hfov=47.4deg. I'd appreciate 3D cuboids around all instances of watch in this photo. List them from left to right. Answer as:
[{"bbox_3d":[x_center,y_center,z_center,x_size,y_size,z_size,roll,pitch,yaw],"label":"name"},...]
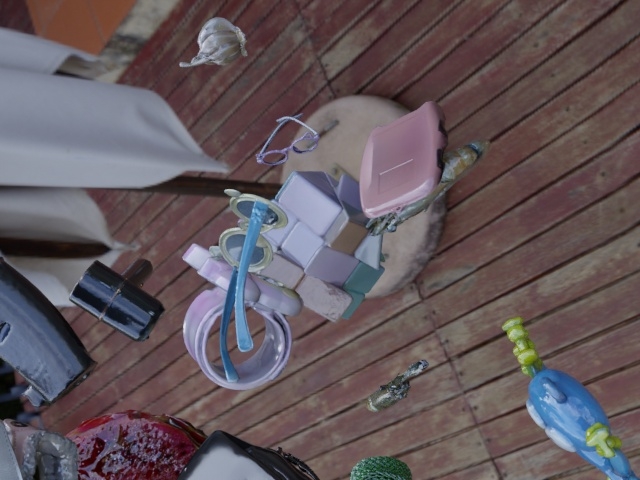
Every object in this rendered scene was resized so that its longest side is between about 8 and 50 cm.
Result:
[{"bbox_3d":[-0.165,0.158,1.370,0.217,0.248,0.211,-65,27,0],"label":"watch"}]

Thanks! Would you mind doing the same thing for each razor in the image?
[{"bbox_3d":[-0.592,0.171,1.427,0.327,0.107,0.189,45,123,-2],"label":"razor"}]

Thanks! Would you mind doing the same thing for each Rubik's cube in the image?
[{"bbox_3d":[0.000,0.000,1.932,0.368,0.387,0.358,40,106,12],"label":"Rubik's cube"}]

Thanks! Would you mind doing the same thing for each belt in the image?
[{"bbox_3d":[0.143,0.552,1.675,0.079,0.151,0.121,-94,16,-63],"label":"belt"}]

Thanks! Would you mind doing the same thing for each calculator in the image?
[{"bbox_3d":[0.177,-0.178,1.590,0.220,0.048,0.330,-22,39,28],"label":"calculator"}]

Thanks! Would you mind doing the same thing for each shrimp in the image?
[{"bbox_3d":[0.170,0.309,1.575,0.051,0.150,0.217,52,157,5],"label":"shrimp"},{"bbox_3d":[0.259,-0.119,1.745,0.360,0.247,0.085,-38,79,9],"label":"shrimp"}]

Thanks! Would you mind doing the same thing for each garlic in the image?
[{"bbox_3d":[-0.305,-0.529,2.008,0.194,0.131,0.127,-33,83,-6],"label":"garlic"}]

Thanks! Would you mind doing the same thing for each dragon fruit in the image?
[{"bbox_3d":[-0.382,0.503,1.405,0.249,0.371,0.386,-178,85,-71],"label":"dragon fruit"}]

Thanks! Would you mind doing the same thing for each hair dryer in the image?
[{"bbox_3d":[-0.424,0.105,1.687,0.189,0.352,0.107,34,103,-5],"label":"hair dryer"}]

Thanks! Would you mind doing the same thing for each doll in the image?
[{"bbox_3d":[0.411,0.301,1.208,0.099,0.341,0.346,-33,43,3],"label":"doll"}]

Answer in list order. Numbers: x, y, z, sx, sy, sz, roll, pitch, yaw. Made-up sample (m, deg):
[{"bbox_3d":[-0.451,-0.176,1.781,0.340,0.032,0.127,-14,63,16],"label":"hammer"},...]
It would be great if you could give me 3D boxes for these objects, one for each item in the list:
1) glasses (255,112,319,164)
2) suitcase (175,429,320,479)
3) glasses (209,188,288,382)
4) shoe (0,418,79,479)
[{"bbox_3d":[-0.070,-0.221,1.473,0.140,0.062,0.104,-19,65,21],"label":"glasses"},{"bbox_3d":[-0.115,0.489,1.104,0.345,0.188,0.339,24,74,43],"label":"suitcase"},{"bbox_3d":[-0.086,0.064,0.957,0.190,0.088,0.221,118,148,-56],"label":"glasses"},{"bbox_3d":[-0.472,0.340,0.961,0.198,0.351,0.172,0,108,11],"label":"shoe"}]
